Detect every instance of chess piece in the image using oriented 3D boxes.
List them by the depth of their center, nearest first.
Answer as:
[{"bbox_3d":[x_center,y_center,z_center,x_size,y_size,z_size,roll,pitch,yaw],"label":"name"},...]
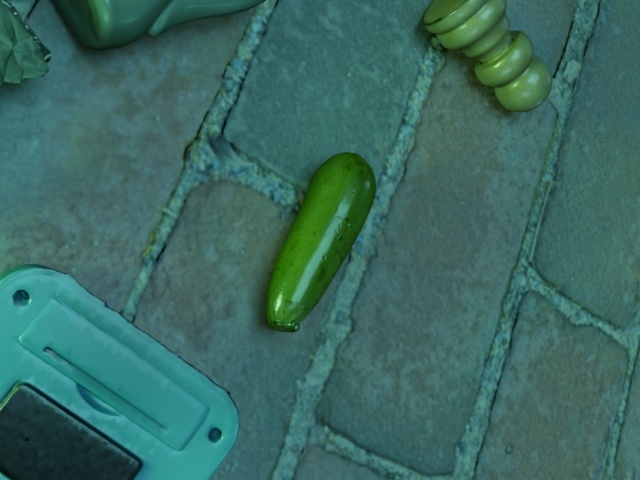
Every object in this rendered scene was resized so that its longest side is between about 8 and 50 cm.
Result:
[{"bbox_3d":[0.201,-0.218,1.009,0.170,0.094,0.094,47,61,-24],"label":"chess piece"}]

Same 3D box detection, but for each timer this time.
[{"bbox_3d":[-0.220,0.170,0.698,0.232,0.091,0.250,41,74,-19],"label":"timer"}]

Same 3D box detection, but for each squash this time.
[{"bbox_3d":[0.000,0.000,0.851,0.066,0.066,0.201,34,66,-22],"label":"squash"}]

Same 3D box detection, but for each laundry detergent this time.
[{"bbox_3d":[-0.130,-0.307,0.810,0.280,0.105,0.215,-31,97,-33],"label":"laundry detergent"}]

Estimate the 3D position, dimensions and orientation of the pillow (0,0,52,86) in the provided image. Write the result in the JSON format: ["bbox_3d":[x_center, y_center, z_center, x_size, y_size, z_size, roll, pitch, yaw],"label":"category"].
[{"bbox_3d":[-0.379,-0.191,0.620,0.283,0.138,0.310,-42,105,-39],"label":"pillow"}]
